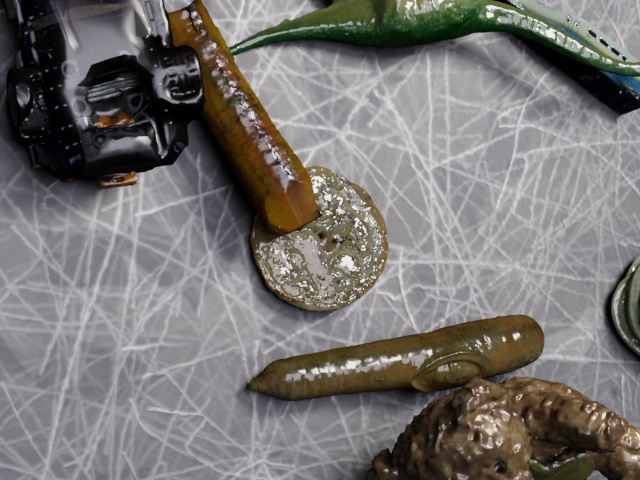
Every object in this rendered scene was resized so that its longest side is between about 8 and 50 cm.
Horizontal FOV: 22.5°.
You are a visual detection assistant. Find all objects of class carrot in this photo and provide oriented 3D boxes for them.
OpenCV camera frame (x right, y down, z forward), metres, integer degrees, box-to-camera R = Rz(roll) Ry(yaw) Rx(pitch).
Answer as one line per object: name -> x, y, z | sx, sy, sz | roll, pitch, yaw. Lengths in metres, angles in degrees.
carrot -> 0.085, 0.129, 1.679 | 0.342, 0.070, 0.070 | -8, 85, -25
carrot -> -0.083, -0.125, 1.628 | 0.070, 0.070, 0.260 | -28, 86, -27

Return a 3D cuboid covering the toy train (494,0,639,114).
toy train -> 0.280, -0.230, 1.840 | 0.234, 0.052, 0.051 | 34, 65, -16

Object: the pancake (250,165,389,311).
pancake -> 0.000, 0.000, 1.679 | 0.158, 0.028, 0.158 | 6, 76, -23

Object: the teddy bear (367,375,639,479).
teddy bear -> 0.226, 0.249, 1.638 | 0.296, 0.246, 0.222 | 46, 39, -2

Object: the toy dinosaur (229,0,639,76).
toy dinosaur -> 0.131, -0.210, 1.743 | 0.447, 0.087, 0.300 | -31, 102, -9

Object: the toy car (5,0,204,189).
toy car -> -0.225, -0.199, 1.555 | 0.193, 0.118, 0.301 | -10, 86, -18

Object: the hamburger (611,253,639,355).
hamburger -> 0.401, 0.072, 1.840 | 0.133, 0.062, 0.140 | 39, 65, -16
